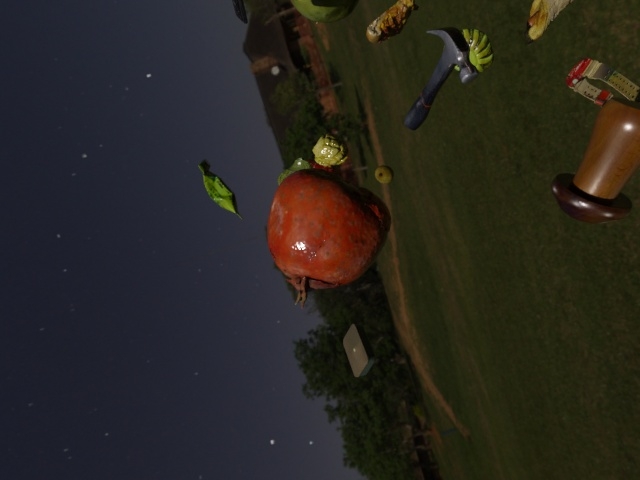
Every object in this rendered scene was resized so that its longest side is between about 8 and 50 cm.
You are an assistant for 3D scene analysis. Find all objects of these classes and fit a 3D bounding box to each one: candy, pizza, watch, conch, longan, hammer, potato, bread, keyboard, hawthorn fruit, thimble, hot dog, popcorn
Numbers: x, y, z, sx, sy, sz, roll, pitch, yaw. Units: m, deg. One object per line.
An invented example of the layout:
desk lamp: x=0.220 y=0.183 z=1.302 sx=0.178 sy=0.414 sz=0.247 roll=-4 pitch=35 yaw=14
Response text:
candy: x=-0.349 y=-0.169 z=1.630 sx=0.246 sy=0.069 sz=0.149 roll=52 pitch=-178 yaw=-16
pizza: x=0.292 y=-0.861 z=1.828 sx=0.081 sy=0.229 sz=0.289 roll=48 pitch=-145 yaw=-1
watch: x=0.975 y=-0.515 z=1.588 sx=0.268 sy=0.102 sz=0.165 roll=33 pitch=-174 yaw=-4
conch: x=-0.057 y=-0.152 z=1.161 sx=0.089 sy=0.121 sz=0.074 roll=20 pitch=-146 yaw=-23
longan: x=0.240 y=-0.251 z=1.774 sx=0.083 sy=0.075 sz=0.075 roll=-12 pitch=-96 yaw=-51
hammer: x=0.226 y=-0.315 z=0.956 sx=0.290 sy=0.037 sz=0.137 roll=117 pitch=137 yaw=-74
potato: x=0.015 y=-0.871 z=1.626 sx=0.304 sy=0.216 sz=0.215 roll=-28 pitch=-77 yaw=-49
bread: x=0.423 y=-0.534 z=1.334 sx=0.139 sy=0.130 sz=0.071 roll=47 pitch=-131 yaw=-24
keyboard: x=-0.234 y=-0.700 z=1.215 sx=0.087 sy=0.017 sz=0.250 roll=53 pitch=163 yaw=41
hawthorn fruit: x=0.000 y=0.000 z=1.025 sx=0.307 sy=0.276 sz=0.276 roll=-65 pitch=-22 yaw=-16
thimble: x=-0.002 y=-0.211 z=1.739 sx=0.163 sy=0.125 sz=0.189 roll=-64 pitch=-20 yaw=-20
hot dog: x=0.493 y=-0.507 z=1.007 sx=0.061 sy=0.169 sz=0.078 roll=42 pitch=-173 yaw=-11
popcorn: x=0.033 y=-0.277 z=1.458 sx=0.116 sy=0.106 sz=0.120 roll=28 pitch=-161 yaw=-47

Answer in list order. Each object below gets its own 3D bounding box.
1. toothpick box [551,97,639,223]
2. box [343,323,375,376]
toothpick box: x=0.703 y=-0.186 z=1.143 sx=0.192 sy=0.192 sz=0.294 roll=-97 pitch=17 yaw=-58
box: x=0.104 y=0.294 z=1.252 sx=0.126 sy=0.031 sz=0.091 roll=-112 pitch=35 yaw=-45
